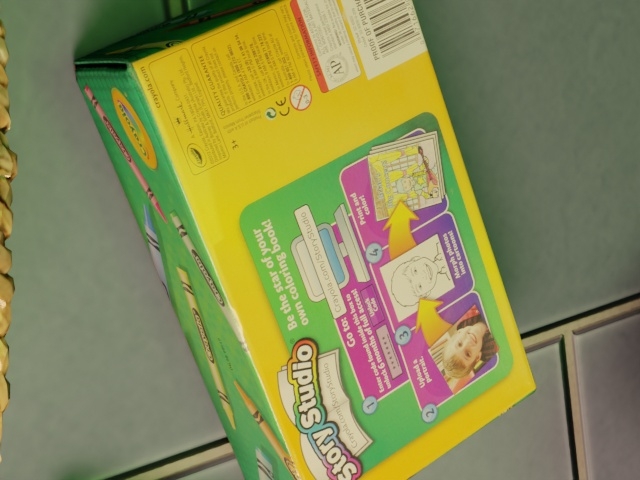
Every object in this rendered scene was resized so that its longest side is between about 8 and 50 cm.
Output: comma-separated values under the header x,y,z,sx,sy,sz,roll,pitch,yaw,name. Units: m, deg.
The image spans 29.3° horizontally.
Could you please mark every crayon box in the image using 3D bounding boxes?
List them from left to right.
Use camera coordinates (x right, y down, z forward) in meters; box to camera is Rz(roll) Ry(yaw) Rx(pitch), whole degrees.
x,y,z,sx,sy,sz,roll,pitch,yaw,name
0.000,0.000,0.672,0.165,0.081,0.278,-29,110,-26,crayon box

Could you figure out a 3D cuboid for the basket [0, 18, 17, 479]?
x,y,z,sx,sy,sz,roll,pitch,yaw,name
-0.245,0.005,0.442,0.223,0.213,0.299,-1,96,-33,basket
